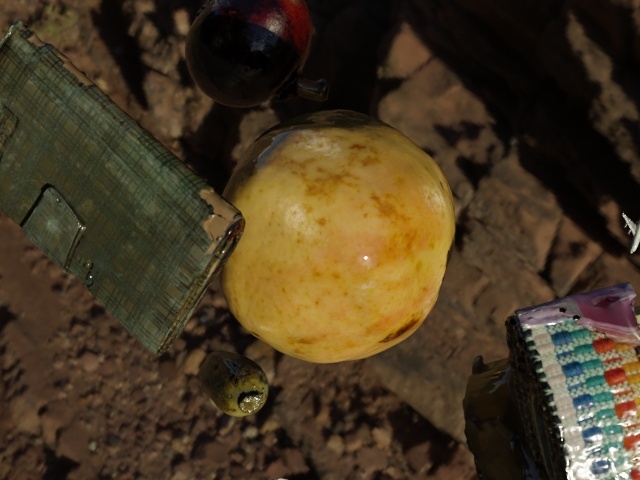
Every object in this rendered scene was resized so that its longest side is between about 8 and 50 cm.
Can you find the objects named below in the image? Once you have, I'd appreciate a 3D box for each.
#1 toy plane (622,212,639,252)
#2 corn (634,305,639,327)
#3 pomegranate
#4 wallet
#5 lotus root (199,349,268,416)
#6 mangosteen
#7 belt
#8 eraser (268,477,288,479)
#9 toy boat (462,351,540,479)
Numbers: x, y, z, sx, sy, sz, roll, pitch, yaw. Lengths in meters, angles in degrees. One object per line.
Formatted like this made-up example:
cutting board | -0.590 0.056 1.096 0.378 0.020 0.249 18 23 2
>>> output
toy plane | 0.496 -0.021 1.631 0.077 0.084 0.024 15 18 -19
corn | 0.450 0.207 1.305 0.288 0.086 0.086 62 29 -16
pomegranate | 0.000 0.000 1.347 0.342 0.342 0.342 22 35 -16
wallet | -0.221 -0.051 0.999 0.317 0.169 0.044 41 22 16
lotus root | -0.135 0.223 1.655 0.080 0.089 0.179 35 -4 -30
mangosteen | -0.095 -0.312 1.775 0.261 0.235 0.235 40 31 -14
belt | 0.325 0.197 1.227 0.207 0.160 0.295 -112 -172 -88
eraser | -0.073 0.332 1.292 0.019 0.099 0.027 31 0 35
toy boat | 0.320 0.372 1.505 0.162 0.136 0.446 -21 91 -52
